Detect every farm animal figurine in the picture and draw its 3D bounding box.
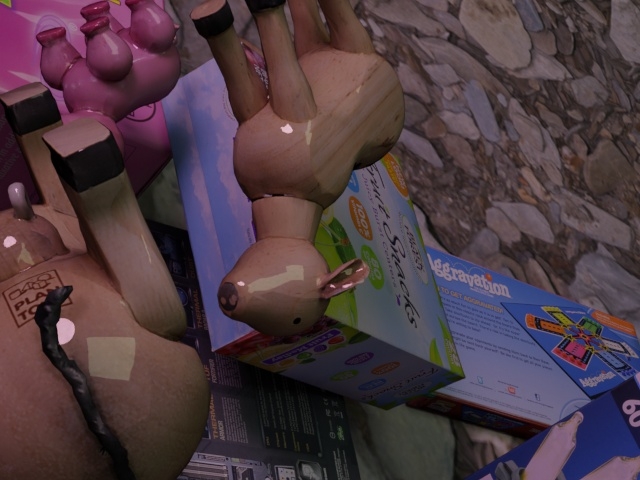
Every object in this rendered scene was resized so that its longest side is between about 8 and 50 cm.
[{"bbox_3d":[-0.101,0.014,0.496,0.327,0.330,0.172,-109,179,-67],"label":"farm animal figurine"}]

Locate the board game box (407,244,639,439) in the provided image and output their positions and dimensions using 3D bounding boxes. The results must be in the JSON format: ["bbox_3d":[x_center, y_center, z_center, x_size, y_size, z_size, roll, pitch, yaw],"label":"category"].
[{"bbox_3d":[0.176,0.099,0.943,0.281,0.027,0.145,20,47,-31],"label":"board game box"}]

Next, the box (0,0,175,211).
[{"bbox_3d":[-0.224,-0.137,0.691,0.243,0.117,0.214,18,47,-32],"label":"box"}]

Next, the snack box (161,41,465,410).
[{"bbox_3d":[0.000,0.000,0.704,0.207,0.070,0.174,29,40,-57],"label":"snack box"}]

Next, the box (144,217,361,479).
[{"bbox_3d":[-0.068,0.103,0.677,0.183,0.059,0.233,17,46,-38],"label":"box"}]

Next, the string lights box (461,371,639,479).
[{"bbox_3d":[0.173,0.175,0.685,0.076,0.259,0.133,-1,58,-44],"label":"string lights box"}]
